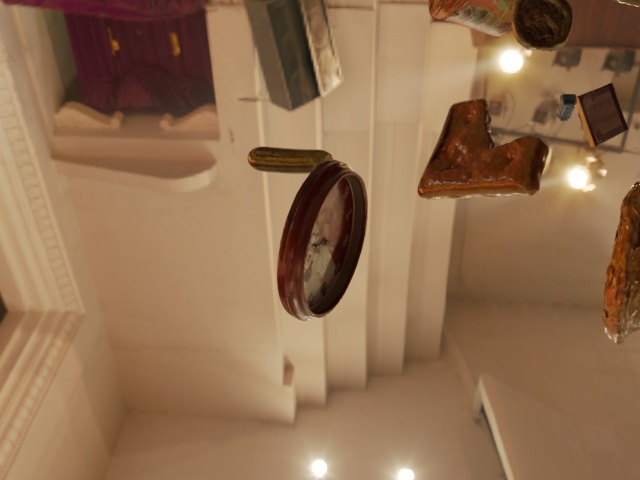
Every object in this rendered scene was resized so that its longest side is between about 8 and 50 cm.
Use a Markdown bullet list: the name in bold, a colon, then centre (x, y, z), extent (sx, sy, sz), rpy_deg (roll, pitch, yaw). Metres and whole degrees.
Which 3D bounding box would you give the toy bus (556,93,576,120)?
- **toy bus**: centre (0.663, -0.360, 1.949), extent (0.038, 0.083, 0.045), rpy_deg (2, -110, 7)

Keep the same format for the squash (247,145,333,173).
- **squash**: centre (-0.077, -0.194, 1.748), extent (0.229, 0.066, 0.066), rpy_deg (6, -142, 29)

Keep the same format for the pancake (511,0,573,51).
- **pancake**: centre (0.343, -0.342, 1.113), extent (0.108, 0.108, 0.017), rpy_deg (-8, -176, -9)

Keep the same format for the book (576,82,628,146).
- **book**: centre (0.845, -0.380, 2.175), extent (0.231, 0.157, 0.026), rpy_deg (-24, -174, -40)

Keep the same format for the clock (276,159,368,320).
- **clock**: centre (0.000, 0.000, 1.401), extent (0.080, 0.318, 0.318), rpy_deg (16, -138, 22)

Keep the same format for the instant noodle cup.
- **instant noodle cup**: centre (0.402, -0.617, 1.777), extent (0.182, 0.230, 0.230), rpy_deg (18, -149, -27)

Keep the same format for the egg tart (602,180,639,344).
- **egg tart**: centre (0.541, 0.036, 1.182), extent (0.115, 0.290, 0.290), rpy_deg (13, -140, 30)

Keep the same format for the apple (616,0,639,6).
- **apple**: centre (0.646, -0.595, 1.416), extent (0.295, 0.257, 0.233), rpy_deg (-5, -146, -30)

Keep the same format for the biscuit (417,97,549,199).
- **biscuit**: centre (0.229, -0.126, 0.979), extent (0.183, 0.039, 0.174), rpy_deg (5, -122, 43)
